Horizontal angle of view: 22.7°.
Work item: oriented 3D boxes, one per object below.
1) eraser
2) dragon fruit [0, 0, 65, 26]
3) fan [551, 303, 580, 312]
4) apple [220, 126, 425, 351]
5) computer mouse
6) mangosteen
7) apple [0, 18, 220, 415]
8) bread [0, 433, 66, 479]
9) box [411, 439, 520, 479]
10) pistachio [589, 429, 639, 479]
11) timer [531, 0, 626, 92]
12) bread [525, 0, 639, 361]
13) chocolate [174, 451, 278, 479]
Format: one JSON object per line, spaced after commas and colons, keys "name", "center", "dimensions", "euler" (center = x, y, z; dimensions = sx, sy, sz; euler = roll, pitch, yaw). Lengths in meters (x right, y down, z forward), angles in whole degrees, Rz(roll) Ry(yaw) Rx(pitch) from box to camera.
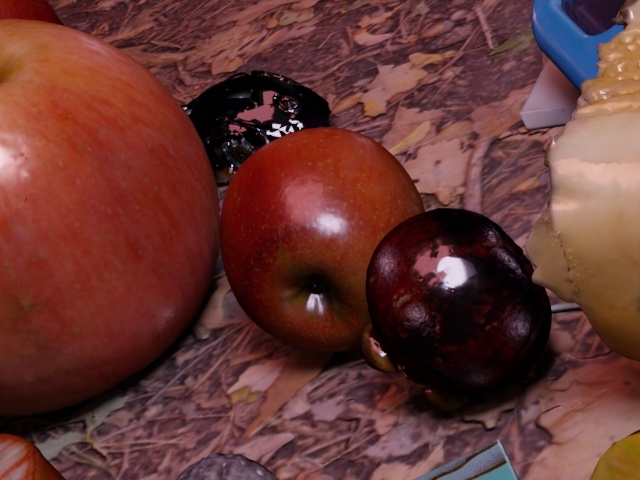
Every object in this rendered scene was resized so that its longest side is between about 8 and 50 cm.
{"name": "eraser", "center": [0.272, -0.151, 1.503], "dimensions": [0.150, 0.023, 0.104], "euler": [-6, 36, 34]}
{"name": "dragon fruit", "center": [-0.396, -0.181, 1.909], "dimensions": [0.250, 0.250, 0.315], "euler": [-15, 29, 22]}
{"name": "fan", "center": [0.228, 0.049, 1.234], "dimensions": [0.133, 0.005, 0.085], "euler": [-5, 37, 34]}
{"name": "apple", "center": [0.000, 0.000, 1.335], "dimensions": [0.181, 0.181, 0.168], "euler": [-16, 34, 21]}
{"name": "computer mouse", "center": [-0.093, -0.131, 1.728], "dimensions": [0.241, 0.078, 0.146], "euler": [-4, 34, 36]}
{"name": "mangosteen", "center": [0.096, 0.054, 1.203], "dimensions": [0.152, 0.152, 0.152], "euler": [-21, 29, 12]}
{"name": "apple", "center": [-0.277, -0.030, 1.462], "dimensions": [0.364, 0.364, 0.364], "euler": [-21, 29, 12]}
{"name": "bread", "center": [-0.299, 0.278, 1.165], "dimensions": [0.327, 0.114, 0.295], "euler": [-18, 29, 39]}
{"name": "box", "center": [0.076, 0.236, 1.022], "dimensions": [0.162, 0.041, 0.229], "euler": [-25, 29, 4]}
{"name": "pistachio", "center": [0.204, 0.185, 0.985], "dimensions": [0.089, 0.049, 0.173], "euler": [7, 40, 27]}
{"name": "timer", "center": [0.346, -0.252, 1.376], "dimensions": [0.340, 0.115, 0.309], "euler": [-48, 30, 13]}
{"name": "bread", "center": [0.314, -0.038, 1.112], "dimensions": [0.270, 0.211, 0.316], "euler": [2, 45, 28]}
{"name": "chocolate", "center": [-0.092, 0.241, 1.094], "dimensions": [0.110, 0.110, 0.248], "euler": [-9, 35, 31]}
